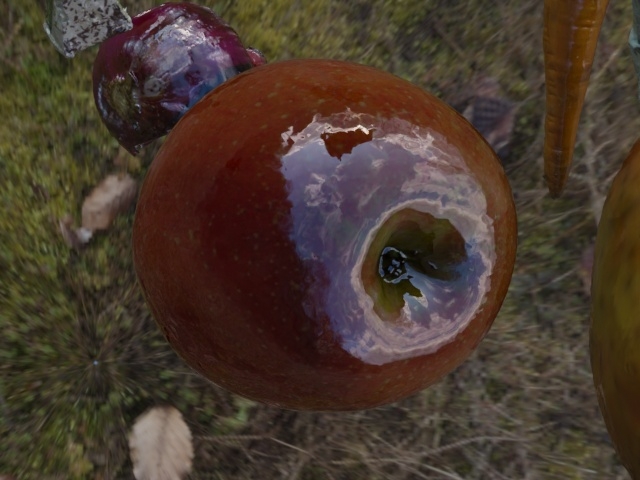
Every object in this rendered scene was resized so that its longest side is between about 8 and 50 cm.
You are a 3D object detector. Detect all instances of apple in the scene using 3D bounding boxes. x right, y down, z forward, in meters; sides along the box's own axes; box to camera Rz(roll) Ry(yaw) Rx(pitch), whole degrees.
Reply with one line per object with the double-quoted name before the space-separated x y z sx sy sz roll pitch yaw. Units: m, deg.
"apple" 0.000 0.000 0.702 0.181 0.168 0.181 -11 112 -29

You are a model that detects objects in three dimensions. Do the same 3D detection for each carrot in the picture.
"carrot" 0.223 -0.157 1.277 0.061 0.061 0.256 4 113 -9

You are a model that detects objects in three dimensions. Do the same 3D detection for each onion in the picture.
"onion" -0.141 -0.190 1.543 0.218 0.195 0.140 -28 90 -42

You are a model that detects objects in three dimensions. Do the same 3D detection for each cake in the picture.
"cake" -0.154 -0.185 0.883 0.055 0.140 0.051 -15 46 -15

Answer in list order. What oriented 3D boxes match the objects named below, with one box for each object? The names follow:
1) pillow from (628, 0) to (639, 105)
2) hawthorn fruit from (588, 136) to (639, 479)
"pillow" 0.458 -0.310 1.590 0.138 0.283 0.310 35 69 28
"hawthorn fruit" 0.425 0.086 1.090 0.472 0.472 0.471 1 85 -9
